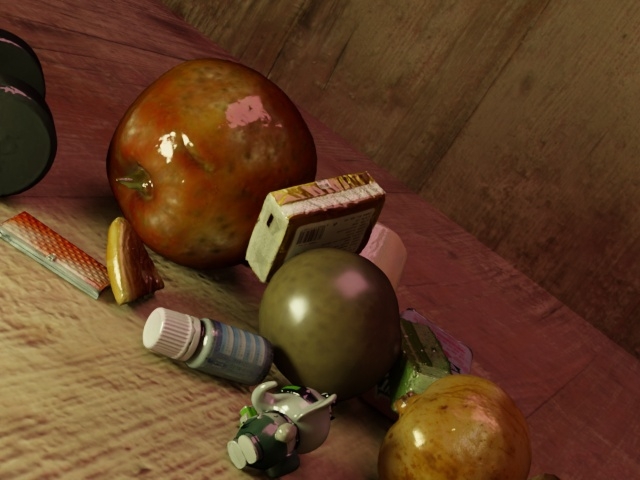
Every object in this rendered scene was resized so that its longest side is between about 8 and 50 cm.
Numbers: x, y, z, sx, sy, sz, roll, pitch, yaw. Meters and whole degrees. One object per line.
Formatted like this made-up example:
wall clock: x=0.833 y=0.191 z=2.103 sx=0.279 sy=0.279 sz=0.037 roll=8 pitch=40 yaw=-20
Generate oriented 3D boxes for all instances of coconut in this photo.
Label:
coconut: x=0.058 y=0.053 z=1.930 sx=0.239 sy=0.239 sz=0.244 roll=29 pitch=53 yaw=-15

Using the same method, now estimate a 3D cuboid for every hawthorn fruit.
hawthorn fruit: x=-0.227 y=-0.142 z=1.772 sx=0.402 sy=0.403 sz=0.403 roll=30 pitch=16 yaw=-10

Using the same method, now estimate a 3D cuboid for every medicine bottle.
medicine bottle: x=-0.175 y=0.165 z=1.468 sx=0.203 sy=0.083 sz=0.083 roll=22 pitch=19 yaw=-33

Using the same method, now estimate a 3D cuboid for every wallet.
wallet: x=-0.422 y=0.022 z=1.519 sx=0.196 sy=0.020 sz=0.103 roll=34 pitch=16 yaw=0

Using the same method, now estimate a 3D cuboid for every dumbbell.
dumbbell: x=-0.573 y=-0.229 z=1.635 sx=0.203 sy=0.204 sz=0.322 roll=24 pitch=19 yaw=-30

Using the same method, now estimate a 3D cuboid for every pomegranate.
pomegranate: x=0.204 y=0.325 z=1.460 sx=0.248 sy=0.248 sz=0.248 roll=30 pitch=16 yaw=-10

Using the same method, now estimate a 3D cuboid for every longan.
longan: x=0.020 y=0.141 z=1.615 sx=0.258 sy=0.258 sz=0.258 roll=30 pitch=16 yaw=-10

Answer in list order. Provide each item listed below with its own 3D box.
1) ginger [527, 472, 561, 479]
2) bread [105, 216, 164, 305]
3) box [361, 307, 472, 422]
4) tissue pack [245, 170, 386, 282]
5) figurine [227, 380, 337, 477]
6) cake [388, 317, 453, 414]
ginger: x=0.426 y=0.501 z=1.612 sx=0.263 sy=0.116 sz=0.109 roll=-113 pitch=-176 yaw=-70
bread: x=-0.311 y=0.060 z=1.526 sx=0.136 sy=0.054 sz=0.154 roll=-91 pitch=157 yaw=-55
box: x=0.202 y=0.258 z=1.870 sx=0.190 sy=0.112 sz=0.370 roll=35 pitch=17 yaw=2
tissue pack: x=-0.007 y=-0.022 z=1.702 sx=0.226 sy=0.183 sz=0.092 roll=-17 pitch=59 yaw=-35
figurine: x=-0.049 y=0.265 z=1.354 sx=0.192 sy=0.147 sz=0.126 roll=-17 pitch=69 yaw=-46
cake: x=0.177 y=0.199 z=1.651 sx=0.100 sy=0.099 sz=0.235 roll=15 pitch=39 yaw=-13
